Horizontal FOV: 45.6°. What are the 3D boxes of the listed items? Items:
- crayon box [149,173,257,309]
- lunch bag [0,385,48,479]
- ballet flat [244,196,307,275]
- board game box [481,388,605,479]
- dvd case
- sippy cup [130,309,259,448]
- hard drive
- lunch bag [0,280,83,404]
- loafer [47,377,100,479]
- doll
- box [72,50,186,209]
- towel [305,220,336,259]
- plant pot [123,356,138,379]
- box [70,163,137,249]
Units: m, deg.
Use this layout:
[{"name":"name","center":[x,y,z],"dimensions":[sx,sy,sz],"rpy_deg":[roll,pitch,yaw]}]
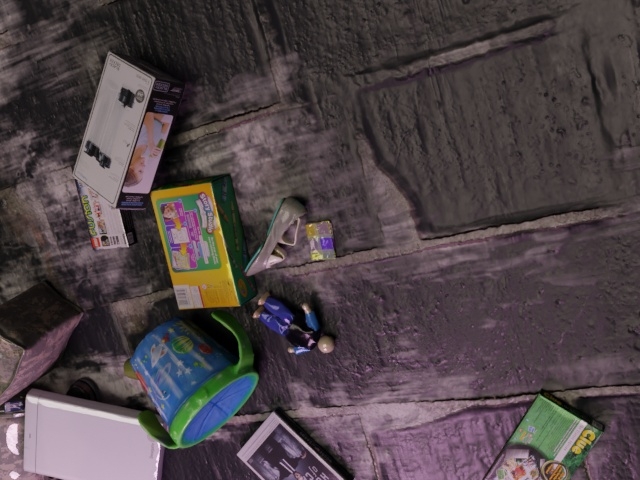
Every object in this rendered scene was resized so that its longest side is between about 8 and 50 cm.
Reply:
[{"name":"crayon box","center":[-0.253,0.006,1.657],"dimensions":[0.165,0.081,0.279],"rpy_deg":[-6,103,27]},{"name":"lunch bag","center":[-0.860,0.527,2.051],"dimensions":[0.255,0.212,0.305],"rpy_deg":[6,110,6]},{"name":"ballet flat","center":[-0.090,0.006,1.587],"dimensions":[0.068,0.072,0.213],"rpy_deg":[31,118,2]},{"name":"board game box","center":[0.429,0.426,1.493],"dimensions":[0.136,0.030,0.260],"rpy_deg":[32,117,16]},{"name":"dvd case","center":[-0.062,0.522,1.758],"dimensions":[0.238,0.029,0.179],"rpy_deg":[42,119,9]},{"name":"sippy cup","center":[-0.295,0.300,1.702],"dimensions":[0.224,0.305,0.240],"rpy_deg":[44,164,19]},{"name":"hard drive","center":[-0.572,0.516,1.929],"dimensions":[0.352,0.047,0.233],"rpy_deg":[11,110,3]},{"name":"lunch bag","center":[-0.756,0.278,1.896],"dimensions":[0.168,0.235,0.287],"rpy_deg":[35,117,6]},{"name":"loafer","center":[-0.653,0.505,1.997],"dimensions":[0.109,0.095,0.303],"rpy_deg":[26,115,17]},{"name":"doll","center":[-0.052,0.182,1.636],"dimensions":[0.189,0.046,0.129],"rpy_deg":[31,118,14]},{"name":"box","center":[-0.408,-0.229,1.608],"dimensions":[0.169,0.087,0.290],"rpy_deg":[32,109,32]},{"name":"towel","center":[0.000,0.000,1.574],"dimensions":[0.060,0.009,0.083],"rpy_deg":[-2,105,25]},{"name":"plant pot","center":[-0.435,0.308,1.849],"dimensions":[0.079,0.083,0.083],"rpy_deg":[-11,101,41]},{"name":"box","center":[-0.503,-0.084,1.775],"dimensions":[0.114,0.036,0.207],"rpy_deg":[-4,104,27]}]
